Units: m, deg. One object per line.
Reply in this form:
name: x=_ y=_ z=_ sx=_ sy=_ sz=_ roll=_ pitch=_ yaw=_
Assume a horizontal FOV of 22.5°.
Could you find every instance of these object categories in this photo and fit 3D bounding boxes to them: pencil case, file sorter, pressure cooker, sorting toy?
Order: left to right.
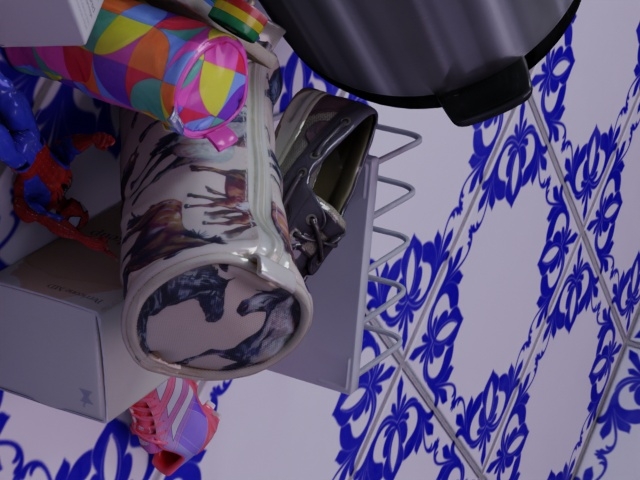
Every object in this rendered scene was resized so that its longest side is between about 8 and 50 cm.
pencil case: x=-0.171 y=-0.159 z=1.413 sx=0.104 sy=0.236 sz=0.104 roll=-32 pitch=135 yaw=-39
sorting toy: x=-0.117 y=-0.222 z=1.453 sx=0.132 sy=0.274 sz=0.046 roll=33 pitch=86 yaw=-50
pencil case: x=-0.101 y=-0.048 z=1.478 sx=0.183 sy=0.160 sz=0.410 roll=-52 pitch=-152 yaw=29
file sorter: x=0.000 y=0.000 z=1.868 sx=0.173 sy=0.193 sz=0.277 roll=-30 pitch=130 yaw=-57
pressure cooker: x=0.088 y=-0.341 z=1.638 sx=0.369 sy=0.376 sz=0.420 roll=-65 pitch=158 yaw=-13

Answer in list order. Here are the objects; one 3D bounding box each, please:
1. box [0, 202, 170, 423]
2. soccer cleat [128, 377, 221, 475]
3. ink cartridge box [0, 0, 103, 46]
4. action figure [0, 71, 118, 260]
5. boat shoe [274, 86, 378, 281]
box: x=-0.178 y=0.049 z=1.609 sx=0.311 sy=0.148 sz=0.121 roll=-36 pitch=133 yaw=-52
soccer cleat: x=-0.177 y=0.179 z=1.742 sx=0.095 sy=0.083 sz=0.248 roll=-55 pitch=155 yaw=-15
ink cartridge box: x=-0.226 y=-0.283 z=1.348 sx=0.148 sy=0.086 sz=0.203 roll=74 pitch=23 yaw=-47
action figure: x=-0.245 y=-0.082 z=1.432 sx=0.091 sy=0.139 sz=0.280 roll=-61 pitch=152 yaw=-22
boat shoe: x=-0.018 y=-0.025 z=1.618 sx=0.103 sy=0.092 sz=0.285 roll=50 pitch=53 yaw=-50
